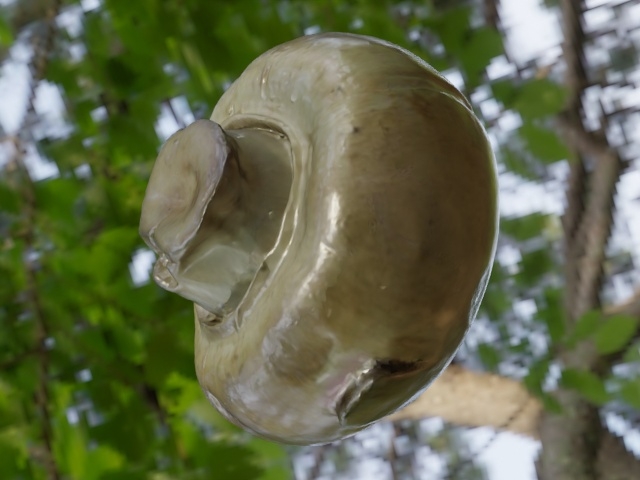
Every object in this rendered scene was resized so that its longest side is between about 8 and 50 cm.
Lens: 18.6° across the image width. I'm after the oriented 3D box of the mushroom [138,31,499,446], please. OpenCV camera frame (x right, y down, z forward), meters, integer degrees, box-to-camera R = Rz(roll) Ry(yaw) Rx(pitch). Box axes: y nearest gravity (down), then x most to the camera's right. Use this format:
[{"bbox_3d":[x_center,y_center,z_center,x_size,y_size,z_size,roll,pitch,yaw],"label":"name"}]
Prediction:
[{"bbox_3d":[0.000,0.000,1.117,0.184,0.255,0.255,25,-127,-28],"label":"mushroom"}]
